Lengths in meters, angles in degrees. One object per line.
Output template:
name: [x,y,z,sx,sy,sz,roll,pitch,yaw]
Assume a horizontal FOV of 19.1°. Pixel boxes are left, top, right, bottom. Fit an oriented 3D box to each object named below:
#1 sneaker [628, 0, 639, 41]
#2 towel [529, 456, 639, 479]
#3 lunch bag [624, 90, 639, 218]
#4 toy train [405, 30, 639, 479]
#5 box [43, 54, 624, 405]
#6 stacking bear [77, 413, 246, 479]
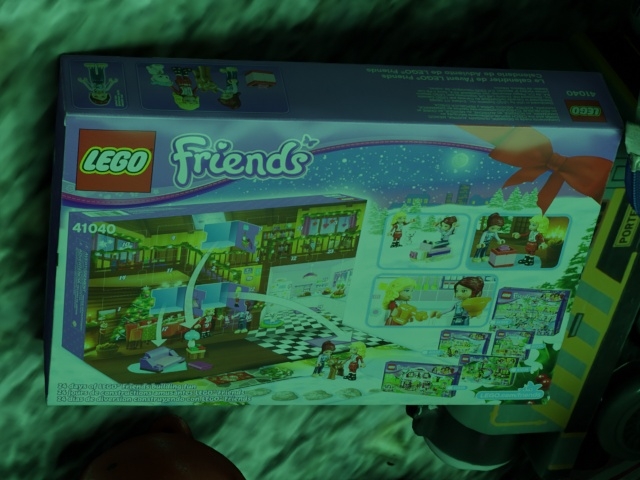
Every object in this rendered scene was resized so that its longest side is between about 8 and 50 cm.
sneaker: [0.233,-0.228,1.058,0.125,0.104,0.262,22,106,-31]
towel: [0.256,0.140,1.289,0.237,0.037,0.329,-32,-179,-9]
lunch bag: [0.293,-0.108,1.018,0.303,0.115,0.243,-24,138,-29]
toy train: [0.168,0.015,1.197,0.190,0.142,0.334,0,130,-21]
box: [0.000,0.000,1.037,0.293,0.057,0.201,1,129,-12]
stacking bear: [-0.144,0.245,1.163,0.164,0.175,0.289,24,103,-44]
